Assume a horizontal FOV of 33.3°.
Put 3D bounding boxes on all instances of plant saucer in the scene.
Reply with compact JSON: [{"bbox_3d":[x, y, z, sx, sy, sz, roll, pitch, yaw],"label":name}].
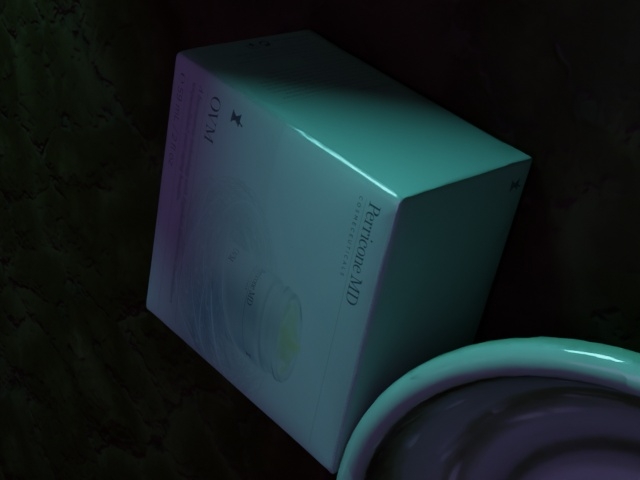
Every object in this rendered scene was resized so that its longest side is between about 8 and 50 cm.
[{"bbox_3d":[0.190,0.231,0.658,0.400,0.100,0.400,19,120,35],"label":"plant saucer"}]

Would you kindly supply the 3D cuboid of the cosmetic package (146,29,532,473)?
[{"bbox_3d":[0.000,0.000,0.772,0.225,0.138,0.224,35,128,33],"label":"cosmetic package"}]
